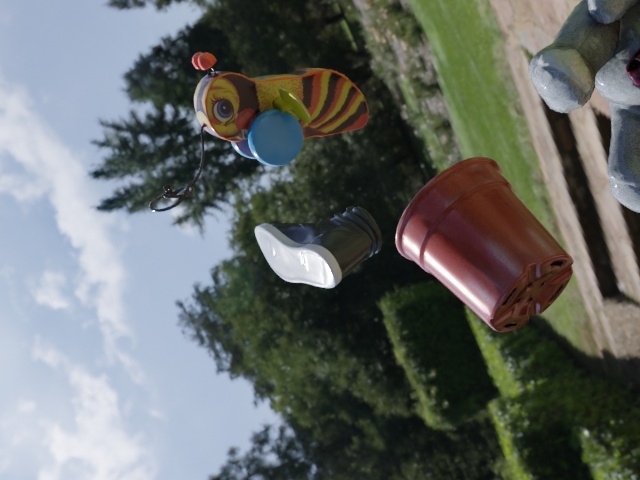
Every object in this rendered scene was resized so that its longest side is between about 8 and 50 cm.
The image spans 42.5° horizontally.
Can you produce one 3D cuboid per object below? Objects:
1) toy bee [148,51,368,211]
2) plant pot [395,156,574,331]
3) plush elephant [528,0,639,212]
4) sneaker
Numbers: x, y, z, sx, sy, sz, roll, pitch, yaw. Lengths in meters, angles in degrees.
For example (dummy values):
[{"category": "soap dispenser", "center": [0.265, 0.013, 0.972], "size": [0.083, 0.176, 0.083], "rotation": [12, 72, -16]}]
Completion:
[{"category": "toy bee", "center": [-0.085, -0.168, 1.027], "size": [0.195, 0.298, 0.162], "rotation": [6, 121, 45]}, {"category": "plant pot", "center": [0.334, 0.021, 1.627], "size": [0.265, 0.272, 0.272], "rotation": [51, 177, 35]}, {"category": "plush elephant", "center": [0.421, -0.218, 0.873], "size": [0.272, 0.256, 0.329], "rotation": [46, -124, -34]}, {"category": "sneaker", "center": [0.000, 0.000, 1.446], "size": [0.296, 0.147, 0.104], "rotation": [15, 130, 58]}]
